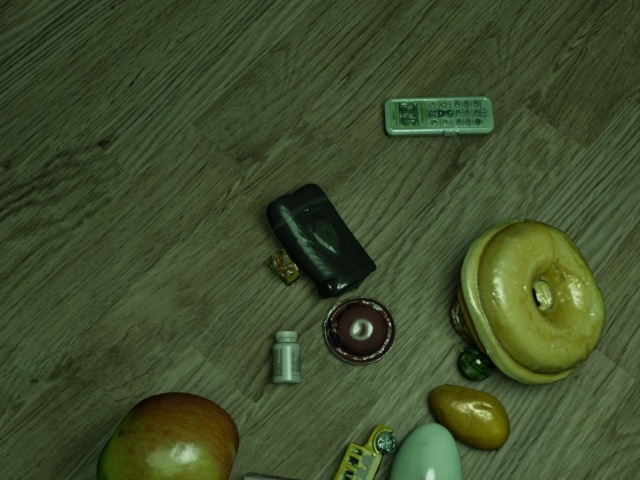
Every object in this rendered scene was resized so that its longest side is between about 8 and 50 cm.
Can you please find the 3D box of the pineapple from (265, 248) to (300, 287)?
[{"bbox_3d":[-0.101,0.087,1.679,0.069,0.137,0.116,-35,118,-6],"label":"pineapple"}]

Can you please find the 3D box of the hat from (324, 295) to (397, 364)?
[{"bbox_3d":[0.112,0.247,1.625,0.206,0.089,0.205,0,73,2],"label":"hat"}]

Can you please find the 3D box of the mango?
[{"bbox_3d":[0.397,0.460,1.547,0.227,0.109,0.147,33,100,10],"label":"mango"}]

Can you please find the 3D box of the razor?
[{"bbox_3d":[-0.001,0.000,1.670,0.205,0.113,0.348,-26,74,-33],"label":"razor"}]

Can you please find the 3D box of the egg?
[{"bbox_3d":[0.267,0.594,1.467,0.183,0.182,0.264,14,66,5],"label":"egg"}]

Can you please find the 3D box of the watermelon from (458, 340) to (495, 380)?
[{"bbox_3d":[0.423,0.332,1.588,0.109,0.109,0.108,0,73,1],"label":"watermelon"}]

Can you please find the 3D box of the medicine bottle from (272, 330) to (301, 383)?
[{"bbox_3d":[-0.094,0.324,1.608,0.079,0.079,0.139,-2,73,0],"label":"medicine bottle"}]

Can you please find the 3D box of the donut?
[{"bbox_3d":[0.555,0.156,1.543,0.450,0.198,0.448,6,75,-22],"label":"donut"}]

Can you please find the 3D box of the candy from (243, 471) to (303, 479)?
[{"bbox_3d":[-0.118,0.689,1.464,0.196,0.137,0.184,10,73,-3],"label":"candy"}]

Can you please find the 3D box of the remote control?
[{"bbox_3d":[0.369,-0.386,1.828,0.336,0.065,0.127,-1,75,0],"label":"remote control"}]

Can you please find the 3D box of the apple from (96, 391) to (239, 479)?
[{"bbox_3d":[-0.367,0.533,1.421,0.340,0.339,0.339,0,73,1],"label":"apple"}]

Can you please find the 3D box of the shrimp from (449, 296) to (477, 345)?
[{"bbox_3d":[0.504,0.209,1.660,0.262,0.051,0.198,-29,84,-12],"label":"shrimp"}]

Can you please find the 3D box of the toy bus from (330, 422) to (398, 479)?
[{"bbox_3d":[0.089,0.630,1.494,0.123,0.121,0.335,22,75,16],"label":"toy bus"}]
